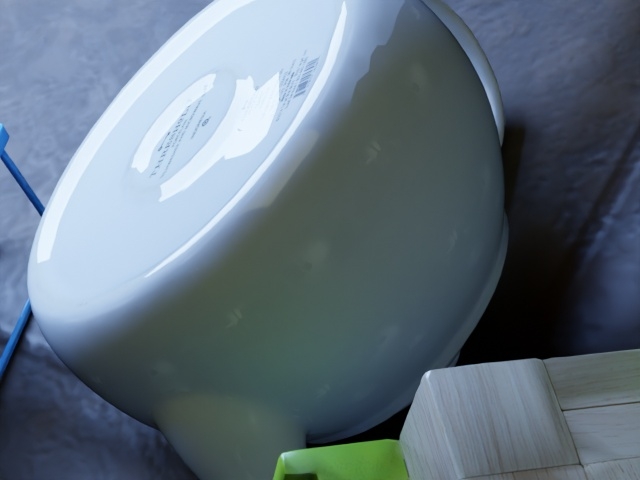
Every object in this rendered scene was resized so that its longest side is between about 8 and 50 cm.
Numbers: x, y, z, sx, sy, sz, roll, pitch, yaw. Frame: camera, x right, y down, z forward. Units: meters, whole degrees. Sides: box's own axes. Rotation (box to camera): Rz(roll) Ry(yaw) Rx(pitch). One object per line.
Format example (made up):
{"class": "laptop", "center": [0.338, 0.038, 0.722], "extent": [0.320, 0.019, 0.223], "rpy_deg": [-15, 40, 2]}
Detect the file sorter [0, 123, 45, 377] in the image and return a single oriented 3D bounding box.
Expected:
{"class": "file sorter", "center": [-0.244, 0.005, 1.041], "extent": [0.170, 0.104, 0.118], "rpy_deg": [8, 61, 23]}

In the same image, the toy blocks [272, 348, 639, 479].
{"class": "toy blocks", "center": [0.197, 0.167, 0.719], "extent": [0.381, 0.191, 0.261], "rpy_deg": [-5, 53, -16]}

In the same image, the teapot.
{"class": "teapot", "center": [0.000, 0.000, 0.922], "extent": [0.256, 0.187, 0.252], "rpy_deg": [-47, 26, 5]}
